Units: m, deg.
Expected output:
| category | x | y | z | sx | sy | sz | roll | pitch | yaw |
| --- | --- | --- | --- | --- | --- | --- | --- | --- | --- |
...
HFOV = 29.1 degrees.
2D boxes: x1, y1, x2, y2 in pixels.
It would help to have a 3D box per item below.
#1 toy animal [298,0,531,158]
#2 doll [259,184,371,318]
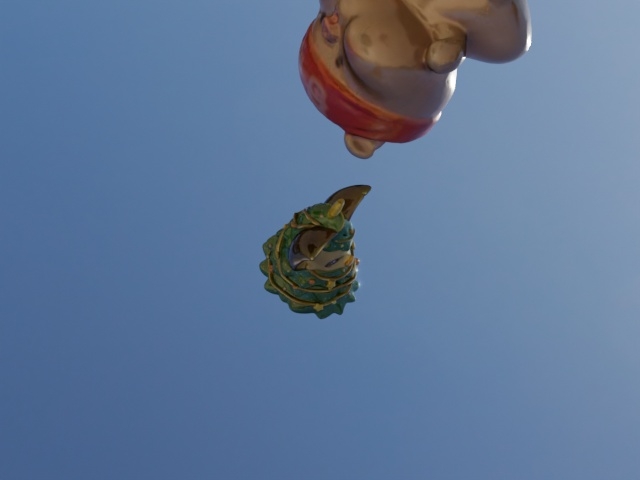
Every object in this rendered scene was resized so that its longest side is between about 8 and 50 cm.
| category | x | y | z | sx | sy | sz | roll | pitch | yaw |
| --- | --- | --- | --- | --- | --- | --- | --- | --- | --- |
| toy animal | 0.074 | -0.175 | 1.042 | 0.198 | 0.171 | 0.171 | -34 | -139 | 9 |
| doll | -0.009 | -0.003 | 0.892 | 0.077 | 0.113 | 0.078 | 26 | -122 | 21 |
